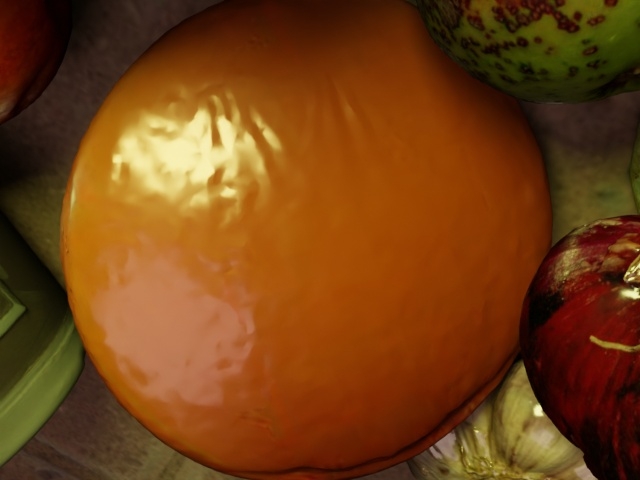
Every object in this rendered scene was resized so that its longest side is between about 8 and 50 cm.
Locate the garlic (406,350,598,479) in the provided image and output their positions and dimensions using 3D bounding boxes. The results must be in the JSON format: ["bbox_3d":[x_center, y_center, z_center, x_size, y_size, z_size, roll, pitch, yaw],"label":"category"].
[{"bbox_3d":[0.186,0.175,0.742,0.245,0.160,0.245,27,145,21],"label":"garlic"}]

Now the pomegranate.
[{"bbox_3d":[0.142,-0.204,0.477,0.214,0.214,0.248,-26,80,31],"label":"pomegranate"}]

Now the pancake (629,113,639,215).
[{"bbox_3d":[0.325,-0.036,0.561,0.253,0.037,0.253,28,139,28],"label":"pancake"}]

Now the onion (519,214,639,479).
[{"bbox_3d":[0.253,0.090,0.532,0.281,0.221,0.281,36,155,20],"label":"onion"}]

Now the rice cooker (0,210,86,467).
[{"bbox_3d":[-0.407,0.095,0.767,0.335,0.335,0.325,-17,115,28],"label":"rice cooker"}]

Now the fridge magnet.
[{"bbox_3d":[0.000,0.000,0.606,0.363,0.155,0.363,-2,98,-16],"label":"fridge magnet"}]

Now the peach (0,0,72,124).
[{"bbox_3d":[-0.321,-0.198,0.596,0.281,0.238,0.281,0,88,-2],"label":"peach"}]
